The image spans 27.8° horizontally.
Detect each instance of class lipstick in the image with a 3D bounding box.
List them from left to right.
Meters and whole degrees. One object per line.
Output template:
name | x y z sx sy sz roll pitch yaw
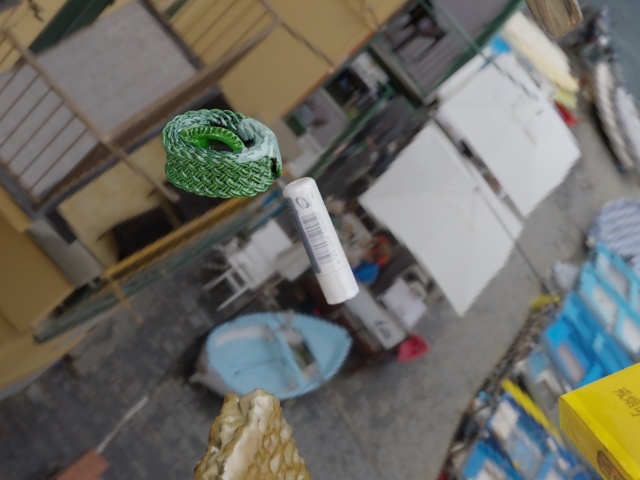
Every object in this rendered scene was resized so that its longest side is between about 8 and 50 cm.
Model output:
lipstick | 0.000 0.000 1.421 0.040 0.040 0.141 -39 111 -50

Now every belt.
belt | -0.117 -0.111 1.536 0.151 0.079 0.121 23 40 29

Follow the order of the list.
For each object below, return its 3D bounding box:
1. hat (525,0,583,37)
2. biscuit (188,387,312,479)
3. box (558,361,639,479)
hat | 0.101 -0.255 0.891 0.164 0.226 0.220 1 57 7
biscuit | -0.014 0.168 0.455 0.131 0.025 0.231 -68 149 -42
box | 0.316 0.113 0.876 0.269 0.043 0.152 -21 40 -14
